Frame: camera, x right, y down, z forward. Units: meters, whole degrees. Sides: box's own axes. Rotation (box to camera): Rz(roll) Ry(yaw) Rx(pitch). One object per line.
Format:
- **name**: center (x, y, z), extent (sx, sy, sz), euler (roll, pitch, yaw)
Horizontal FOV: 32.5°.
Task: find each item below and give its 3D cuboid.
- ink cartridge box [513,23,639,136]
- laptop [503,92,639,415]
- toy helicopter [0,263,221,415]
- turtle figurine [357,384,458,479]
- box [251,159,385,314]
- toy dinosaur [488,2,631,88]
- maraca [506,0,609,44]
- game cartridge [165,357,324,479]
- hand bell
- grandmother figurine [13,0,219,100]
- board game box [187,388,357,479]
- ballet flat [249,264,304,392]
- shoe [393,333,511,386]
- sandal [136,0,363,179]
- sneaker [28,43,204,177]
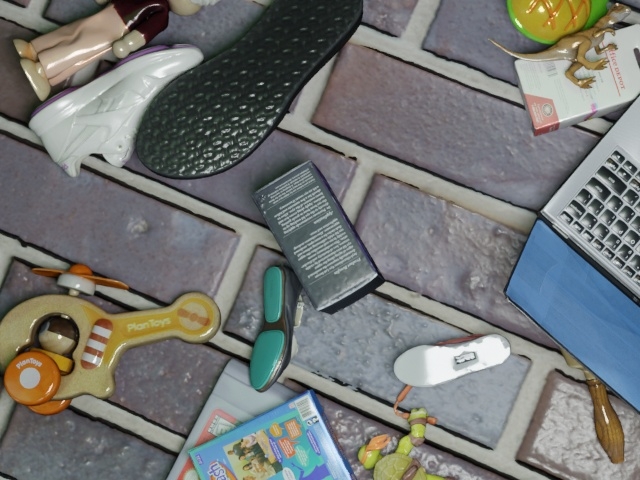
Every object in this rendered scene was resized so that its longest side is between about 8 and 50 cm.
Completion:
- **ink cartridge box**: center (0.409, -0.246, 1.687), extent (0.198, 0.067, 0.115), euler (-16, 82, 8)
- **laptop**: center (0.503, 0.041, 1.521), extent (0.382, 0.236, 0.408), euler (41, 88, -1)
- **toy helicopter**: center (-0.337, 0.132, 1.747), extent (0.355, 0.140, 0.235), euler (-11, 74, -4)
- **turtle figurine**: center (0.143, 0.354, 1.654), extent (0.217, 0.087, 0.269), euler (30, 89, 10)
- **box**: center (0.000, 0.000, 1.679), extent (0.108, 0.153, 0.207), euler (-31, 82, 4)
- **toy dinosaur**: center (0.371, -0.283, 1.641), extent (0.212, 0.064, 0.112), euler (-22, 62, -4)
- **maraca**: center (0.372, -0.364, 1.693), extent (0.186, 0.099, 0.127), euler (-1, 89, -18)
- **game cartridge**: center (-0.122, 0.358, 1.712), extent (0.196, 0.060, 0.294), euler (27, 89, 6)
- **hand bell**: center (0.414, 0.216, 1.636), extent (0.126, 0.126, 0.242), euler (-17, 94, 6)
- **grandmother figurine**: center (-0.320, -0.355, 1.776), extent (0.342, 0.104, 0.208), euler (-26, 54, -4)
- **board game box**: center (-0.072, 0.342, 1.655), extent (0.210, 0.047, 0.160), euler (-27, 81, 5)
- **ballet flat**: center (-0.060, 0.140, 1.712), extent (0.074, 0.074, 0.203), euler (5, 76, 9)
- **shoe**: center (0.200, 0.182, 1.666), extent (0.178, 0.081, 0.063), euler (-14, 82, 4)
- **sandal**: center (-0.100, -0.247, 1.755), extent (0.446, 0.107, 0.167), euler (-43, 79, -11)
- **sneaker**: center (-0.312, -0.212, 1.783), extent (0.305, 0.114, 0.152), euler (-28, 96, 8)
